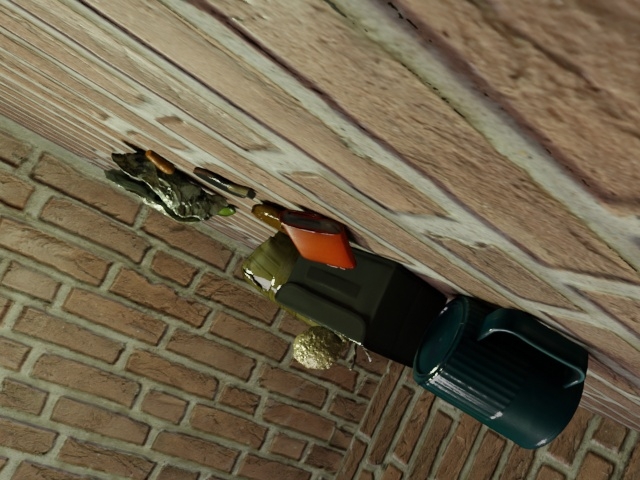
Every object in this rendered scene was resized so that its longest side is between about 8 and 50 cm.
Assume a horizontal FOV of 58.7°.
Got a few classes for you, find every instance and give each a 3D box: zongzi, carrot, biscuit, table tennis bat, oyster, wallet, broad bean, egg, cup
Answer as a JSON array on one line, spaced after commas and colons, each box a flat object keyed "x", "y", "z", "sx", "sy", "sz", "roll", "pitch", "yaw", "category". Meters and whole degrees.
[{"x": 0.013, "y": 0.174, "z": 1.906, "sx": 0.500, "sy": 0.218, "sz": 0.467, "roll": 36, "pitch": -175, "yaw": 8, "category": "zongzi"}, {"x": -0.418, "y": -0.203, "z": 1.485, "sx": 0.032, "sy": 0.032, "sz": 0.093, "roll": 21, "pitch": 168, "yaw": 38, "category": "carrot"}, {"x": -0.071, "y": -0.037, "z": 1.391, "sx": 0.212, "sy": 0.036, "sz": 0.212, "roll": 24, "pitch": 174, "yaw": 3, "category": "biscuit"}, {"x": -0.223, "y": -0.129, "z": 1.350, "sx": 0.220, "sy": 0.019, "sz": 0.130, "roll": 21, "pitch": 173, "yaw": 47, "category": "table tennis bat"}, {"x": -0.434, "y": -0.144, "z": 1.614, "sx": 0.351, "sy": 0.158, "sz": 0.162, "roll": 21, "pitch": -142, "yaw": -20, "category": "oyster"}, {"x": 0.000, "y": 0.000, "z": 1.245, "sx": 0.142, "sy": 0.045, "sz": 0.204, "roll": 13, "pitch": 161, "yaw": 17, "category": "wallet"}, {"x": -0.334, "y": -0.104, "z": 1.855, "sx": 0.060, "sy": 0.043, "sz": 0.297, "roll": 18, "pitch": 178, "yaw": -24, "category": "broad bean"}, {"x": -0.003, "y": 0.287, "z": 1.524, "sx": 0.140, "sy": 0.116, "sz": 0.118, "roll": 1, "pitch": 154, "yaw": -10, "category": "egg"}, {"x": 0.387, "y": 0.285, "z": 1.242, "sx": 0.292, "sy": 0.242, "sz": 0.308, "roll": 30, "pitch": 175, "yaw": -4, "category": "cup"}]

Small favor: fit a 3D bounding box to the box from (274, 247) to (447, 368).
[{"x": 0.102, "y": 0.152, "z": 1.459, "sx": 0.345, "sy": 0.204, "sz": 0.251, "roll": 19, "pitch": 170, "yaw": 48, "category": "box"}]
